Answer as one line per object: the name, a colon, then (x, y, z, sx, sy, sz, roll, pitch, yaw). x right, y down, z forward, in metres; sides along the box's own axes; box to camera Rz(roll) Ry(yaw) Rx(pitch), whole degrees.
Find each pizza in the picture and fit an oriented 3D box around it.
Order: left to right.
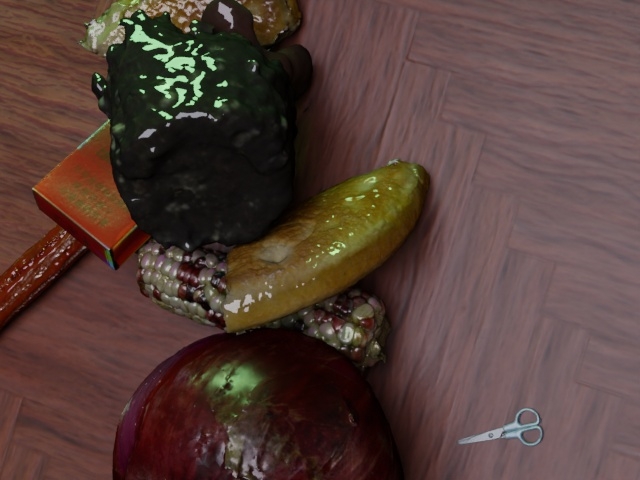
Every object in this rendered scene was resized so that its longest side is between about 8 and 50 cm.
pizza: (-0.123, -0.229, 1.301, 0.226, 0.069, 0.147, -39, 97, 14)
pizza: (0.002, 0.003, 1.173, 0.134, 0.271, 0.056, 4, 124, 38)

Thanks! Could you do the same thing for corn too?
corn: (-0.062, 0.062, 1.241, 0.280, 0.092, 0.092, 16, 90, 19)

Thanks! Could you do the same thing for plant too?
plant: (-0.107, -0.117, 1.170, 0.204, 0.178, 0.234, -4, 47, 0)

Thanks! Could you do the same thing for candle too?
candle: (-0.303, 0.032, 1.345, 0.329, 0.048, 0.051, -41, 96, 9)

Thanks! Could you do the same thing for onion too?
onion: (-0.059, 0.214, 1.134, 0.276, 0.276, 0.276, -1, 85, 18)

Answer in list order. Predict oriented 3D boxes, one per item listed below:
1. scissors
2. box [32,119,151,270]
scissors: (0.169, 0.182, 1.202, 0.083, 0.006, 0.036, -14, 79, 16)
box: (-0.187, -0.068, 1.277, 0.112, 0.048, 0.175, 37, 68, 18)
